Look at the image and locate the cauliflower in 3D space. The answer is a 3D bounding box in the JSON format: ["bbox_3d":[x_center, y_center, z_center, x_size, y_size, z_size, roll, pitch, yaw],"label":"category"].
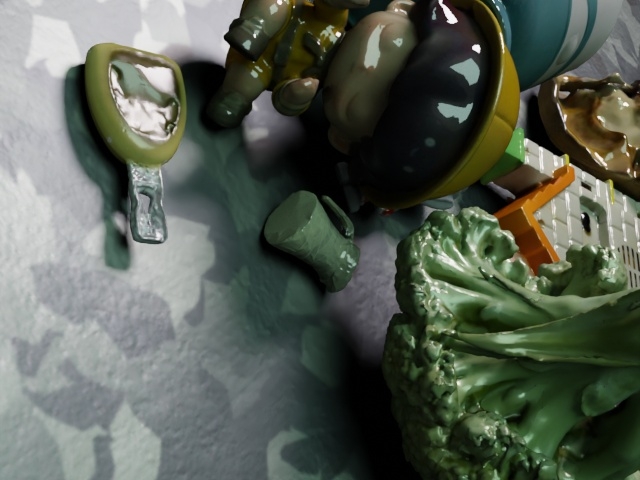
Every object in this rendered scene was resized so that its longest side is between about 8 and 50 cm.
[{"bbox_3d":[0.200,0.110,0.896,0.327,0.281,0.260,61,16,-13],"label":"cauliflower"}]

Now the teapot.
[{"bbox_3d":[0.000,0.000,0.906,0.083,0.057,0.067,46,70,-29],"label":"teapot"}]

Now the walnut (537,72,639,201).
[{"bbox_3d":[0.384,-0.130,1.274,0.238,0.141,0.204,-19,58,-11],"label":"walnut"}]

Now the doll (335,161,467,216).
[{"bbox_3d":[0.089,-0.068,1.017,0.180,0.079,0.094,-17,84,-36],"label":"doll"}]

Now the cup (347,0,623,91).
[{"bbox_3d":[0.142,-0.271,1.081,0.290,0.219,0.258,41,39,19],"label":"cup"}]

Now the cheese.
[{"bbox_3d":[-0.140,-0.073,0.815,0.086,0.036,0.162,11,63,-40],"label":"cheese"}]

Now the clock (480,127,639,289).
[{"bbox_3d":[0.265,0.024,1.129,0.255,0.106,0.219,24,54,-30],"label":"clock"}]

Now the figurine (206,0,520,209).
[{"bbox_3d":[0.045,-0.139,0.902,0.257,0.192,0.167,26,22,-2],"label":"figurine"}]
